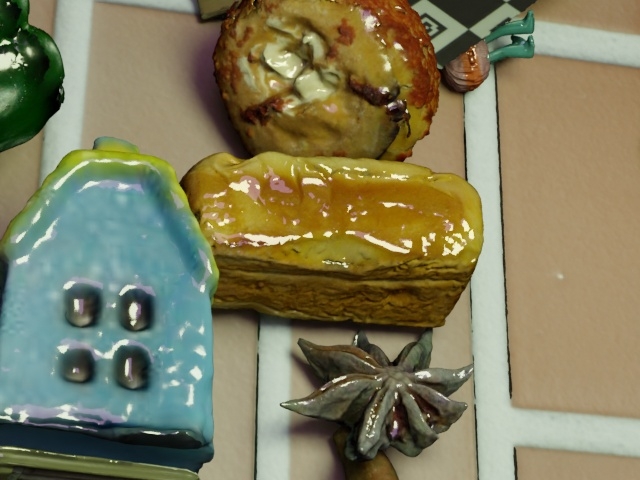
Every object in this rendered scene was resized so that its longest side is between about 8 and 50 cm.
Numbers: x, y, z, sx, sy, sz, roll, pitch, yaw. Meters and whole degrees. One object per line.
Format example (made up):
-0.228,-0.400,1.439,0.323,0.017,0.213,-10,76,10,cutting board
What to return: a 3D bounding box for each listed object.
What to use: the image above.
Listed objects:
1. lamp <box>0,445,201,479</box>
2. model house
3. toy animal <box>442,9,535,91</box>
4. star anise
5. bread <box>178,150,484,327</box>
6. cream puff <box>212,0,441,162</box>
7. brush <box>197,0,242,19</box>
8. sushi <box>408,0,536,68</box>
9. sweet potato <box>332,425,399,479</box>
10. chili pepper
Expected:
-0.210,0.301,1.336,0.203,0.124,0.283,7,92,-19,lamp
-0.195,0.077,1.431,0.215,0.237,0.303,10,62,-9,model house
0.125,-0.214,1.748,0.208,0.100,0.103,-2,42,-6,toy animal
0.052,0.144,1.542,0.180,0.061,0.204,10,33,-4,star anise
0.000,0.000,1.559,0.294,0.167,0.132,6,66,-13,bread
0.013,-0.163,1.623,0.240,0.240,0.164,50,30,12,cream puff
-0.013,-0.281,1.699,0.248,0.036,0.043,-16,86,18,brush
0.113,-0.381,1.777,0.359,0.064,0.343,39,57,23,sushi
0.075,0.275,1.503,0.077,0.077,0.244,-20,53,-23,sweet potato
-0.385,-0.160,1.506,0.256,0.248,0.233,-29,86,-15,chili pepper
